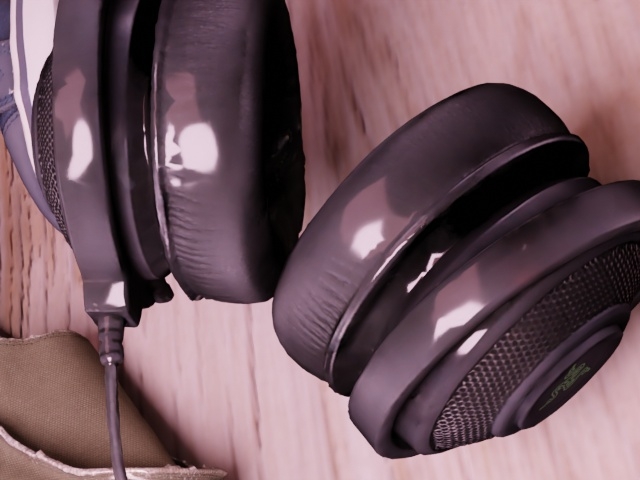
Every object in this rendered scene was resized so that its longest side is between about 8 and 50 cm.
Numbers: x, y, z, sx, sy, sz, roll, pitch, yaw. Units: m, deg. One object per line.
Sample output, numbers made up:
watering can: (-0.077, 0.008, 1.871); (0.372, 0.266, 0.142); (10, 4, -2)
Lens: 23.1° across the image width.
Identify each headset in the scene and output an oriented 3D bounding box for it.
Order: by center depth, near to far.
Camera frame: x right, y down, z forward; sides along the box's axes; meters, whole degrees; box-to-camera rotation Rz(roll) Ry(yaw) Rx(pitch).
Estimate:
headset: (0.000, 0.000, 0.581); (0.243, 0.185, 0.394); (26, 72, 17)

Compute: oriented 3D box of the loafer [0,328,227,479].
loafer: (-0.134, 0.084, 0.722); (0.251, 0.094, 0.087); (12, 89, 42)

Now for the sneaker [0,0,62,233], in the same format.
sneaker: (-0.129, -0.110, 0.760); (0.127, 0.126, 0.321); (-28, 48, 25)
